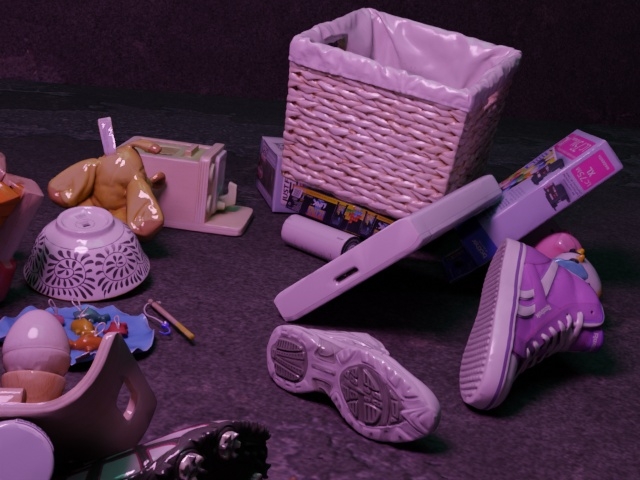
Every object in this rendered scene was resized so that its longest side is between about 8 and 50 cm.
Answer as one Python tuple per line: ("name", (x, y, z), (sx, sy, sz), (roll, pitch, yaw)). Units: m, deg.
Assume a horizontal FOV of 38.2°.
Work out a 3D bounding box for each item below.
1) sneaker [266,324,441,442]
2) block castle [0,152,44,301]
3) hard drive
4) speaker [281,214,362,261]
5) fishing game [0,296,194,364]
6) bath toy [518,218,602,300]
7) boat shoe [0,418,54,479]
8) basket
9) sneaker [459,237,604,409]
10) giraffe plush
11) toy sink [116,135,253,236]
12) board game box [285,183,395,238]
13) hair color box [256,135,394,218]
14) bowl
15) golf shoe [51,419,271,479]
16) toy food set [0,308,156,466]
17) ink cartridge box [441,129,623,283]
("sneaker", (0.053, 0.142, 1.010), (0.115, 0.090, 0.232), (-5, 21, -44))
("block castle", (-0.587, -0.075, 1.080), (0.453, 0.213, 0.303), (34, 12, 9))
("hard drive", (0.109, 0.004, 1.324), (0.233, 0.047, 0.353), (-33, -3, 30))
("speaker", (0.000, 0.000, 1.512), (0.136, 0.055, 0.055), (21, 21, 39))
("fishing game", (-0.289, 0.100, 1.091), (0.264, 0.041, 0.189), (-2, 16, -28))
("bath toy", (0.343, 0.037, 1.405), (0.151, 0.129, 0.348), (9, 16, 8))
("boat shoe", (-0.267, 0.205, 0.588), (0.228, 0.080, 0.076), (-49, 9, -24))
("basket", (0.134, -0.225, 1.626), (0.331, 0.266, 0.328), (22, 30, 17))
("sneaker", (0.268, 0.114, 1.116), (0.161, 0.102, 0.282), (27, 43, 2))
("giraffe plush", (-0.318, -0.066, 1.454), (0.181, 0.210, 0.170), (4, -12, 2))
("toy sink", (-0.236, -0.102, 1.618), (0.234, 0.131, 0.153), (9, 17, 3))
("board game box", (0.045, -0.039, 1.588), (0.141, 0.048, 0.170), (21, 1, -40))
("hair color box", (0.074, -0.123, 1.849), (0.374, 0.113, 0.185), (3, 17, -15))
("bowl", (-0.318, 0.004, 1.260), (0.170, 0.080, 0.170), (5, 30, -3))
("golf shoe", (-0.151, 0.195, 0.725), (0.120, 0.105, 0.273), (13, 17, 37))
("toy food set", (-0.296, 0.113, 0.724), (0.306, 0.092, 0.220), (2, -23, -2))
("ink cartridge box", (0.312, -0.057, 1.464), (0.065, 0.311, 0.186), (51, 10, -8))
